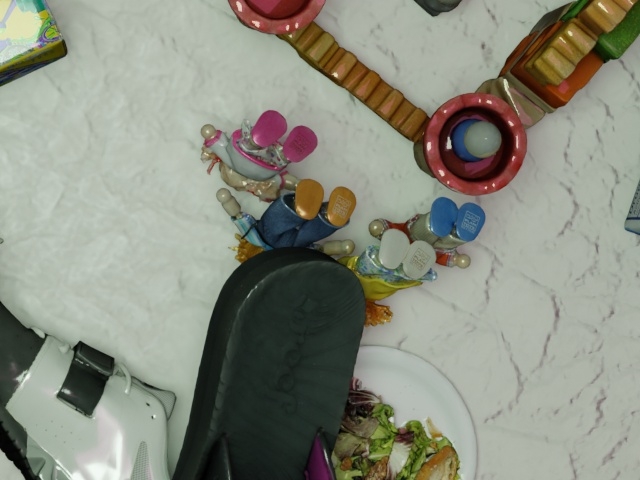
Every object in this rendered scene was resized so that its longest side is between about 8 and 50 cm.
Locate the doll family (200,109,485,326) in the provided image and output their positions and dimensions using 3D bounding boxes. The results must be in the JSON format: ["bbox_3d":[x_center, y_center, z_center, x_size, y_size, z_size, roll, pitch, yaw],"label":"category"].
[{"bbox_3d":[0.000,0.000,1.434,0.263,0.163,0.118,26,69,-12],"label":"doll family"}]

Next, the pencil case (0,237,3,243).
[{"bbox_3d":[-0.383,0.160,1.336,0.183,0.160,0.410,18,108,13],"label":"pencil case"}]

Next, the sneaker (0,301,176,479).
[{"bbox_3d":[-0.208,0.141,1.439,0.146,0.122,0.330,-34,97,-19],"label":"sneaker"}]

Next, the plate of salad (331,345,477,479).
[{"bbox_3d":[0.044,0.194,1.497,0.199,0.048,0.200,0,92,-7],"label":"plate of salad"}]

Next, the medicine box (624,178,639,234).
[{"bbox_3d":[0.397,-0.110,1.412,0.149,0.289,0.263,19,89,-5],"label":"medicine box"}]

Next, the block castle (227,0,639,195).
[{"bbox_3d":[0.159,-0.283,1.416,0.303,0.213,0.453,40,86,-7],"label":"block castle"}]

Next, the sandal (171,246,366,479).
[{"bbox_3d":[-0.045,0.226,1.381,0.167,0.107,0.446,-8,117,-32],"label":"sandal"}]

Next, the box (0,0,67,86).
[{"bbox_3d":[-0.393,-0.230,1.364,0.279,0.177,0.290,-25,95,-6],"label":"box"}]
